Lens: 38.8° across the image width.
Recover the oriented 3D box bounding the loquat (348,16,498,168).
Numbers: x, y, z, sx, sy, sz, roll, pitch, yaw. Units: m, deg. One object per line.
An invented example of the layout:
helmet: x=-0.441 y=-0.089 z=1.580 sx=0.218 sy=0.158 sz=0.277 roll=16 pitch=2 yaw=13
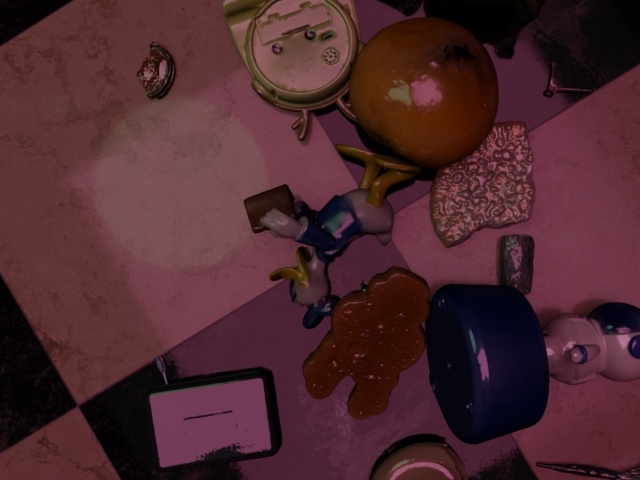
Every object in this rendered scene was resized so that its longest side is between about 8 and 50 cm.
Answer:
loquat: x=0.175 y=-0.249 z=1.556 sx=0.263 sy=0.263 sz=0.263 roll=0 pitch=89 yaw=4

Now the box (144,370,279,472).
box: x=-0.198 y=0.330 z=1.658 sx=0.230 sy=0.050 sz=0.160 roll=-9 pitch=90 yaw=-2

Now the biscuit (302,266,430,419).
biscuit: x=0.093 y=0.179 z=1.614 sx=0.186 sy=0.044 sz=0.295 roll=29 pitch=108 yaw=-13

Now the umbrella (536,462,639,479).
umbrella: x=0.525 y=0.415 z=1.624 sx=0.269 sy=0.044 sz=0.044 roll=9 pitch=59 yaw=3

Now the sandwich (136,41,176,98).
sandwich: x=-0.308 y=-0.316 z=1.703 sx=0.069 sy=0.026 sz=0.101 roll=23 pitch=91 yaw=3

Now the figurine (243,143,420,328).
figurine: x=0.000 y=0.000 z=1.599 sx=0.284 sy=0.204 sz=0.338 roll=6 pitch=102 yaw=-21

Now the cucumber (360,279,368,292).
cucumber: x=0.111 y=0.142 z=1.659 sx=0.037 sy=0.037 sz=0.155 roll=-33 pitch=89 yaw=2

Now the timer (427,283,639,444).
timer: x=0.397 y=0.187 z=1.556 sx=0.384 sy=0.270 sz=0.270 roll=-7 pitch=88 yaw=-10

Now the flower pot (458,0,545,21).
flower pot: x=0.332 y=-0.537 z=1.542 sx=0.213 sy=0.302 sz=0.301 roll=27 pitch=90 yaw=5

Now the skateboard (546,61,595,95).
skateboard: x=0.457 y=-0.291 z=1.653 sx=0.083 sy=0.032 sz=0.063 roll=8 pitch=79 yaw=7

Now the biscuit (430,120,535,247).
biscuit: x=0.304 y=-0.098 z=1.651 sx=0.188 sy=0.040 sz=0.265 roll=37 pitch=92 yaw=4

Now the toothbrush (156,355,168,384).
toothbrush: x=-0.275 y=0.308 z=1.690 sx=0.013 sy=0.019 sz=0.193 roll=-16 pitch=89 yaw=3

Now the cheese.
cheese: x=0.133 y=0.478 z=1.630 sx=0.286 sy=0.082 sz=0.163 roll=-34 pitch=86 yaw=5

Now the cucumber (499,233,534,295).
cucumber: x=0.354 y=0.045 z=1.633 sx=0.064 sy=0.064 sz=0.111 roll=0 pitch=88 yaw=4

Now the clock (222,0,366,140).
clock: x=-0.029 y=-0.345 z=1.652 sx=0.235 sy=0.096 sz=0.307 roll=-19 pitch=89 yaw=2
